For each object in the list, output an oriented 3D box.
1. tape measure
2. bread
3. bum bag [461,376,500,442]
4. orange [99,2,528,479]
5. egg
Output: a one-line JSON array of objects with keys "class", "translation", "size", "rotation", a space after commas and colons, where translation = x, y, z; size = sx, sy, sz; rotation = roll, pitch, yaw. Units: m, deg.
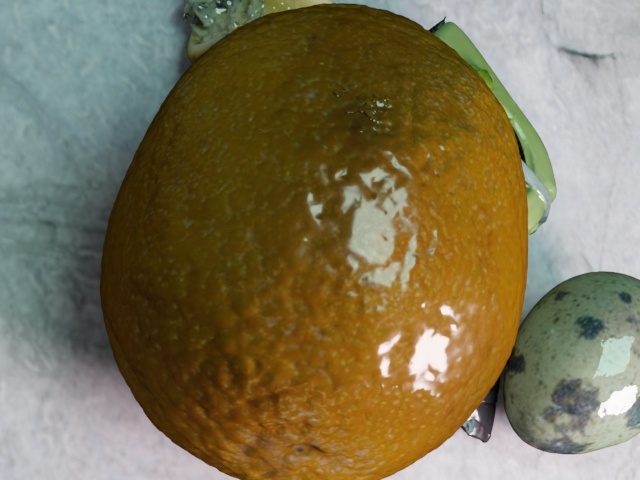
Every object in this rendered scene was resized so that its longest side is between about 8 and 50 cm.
[{"class": "tape measure", "translation": [0.117, -0.069, 1.663], "size": [0.200, 0.106, 0.175], "rotation": [54, 38, -9]}, {"class": "bread", "translation": [-0.034, -0.157, 1.598], "size": [0.177, 0.084, 0.119], "rotation": [38, 56, -19]}, {"class": "bum bag", "translation": [0.134, 0.107, 1.651], "size": [0.058, 0.034, 0.124], "rotation": [29, 58, -40]}, {"class": "orange", "translation": [0.000, 0.000, 1.424], "size": [0.322, 0.322, 0.357], "rotation": [29, 53, -24]}, {"class": "egg", "translation": [0.230, 0.108, 1.657], "size": [0.141, 0.141, 0.181], "rotation": [50, 61, -10]}]
